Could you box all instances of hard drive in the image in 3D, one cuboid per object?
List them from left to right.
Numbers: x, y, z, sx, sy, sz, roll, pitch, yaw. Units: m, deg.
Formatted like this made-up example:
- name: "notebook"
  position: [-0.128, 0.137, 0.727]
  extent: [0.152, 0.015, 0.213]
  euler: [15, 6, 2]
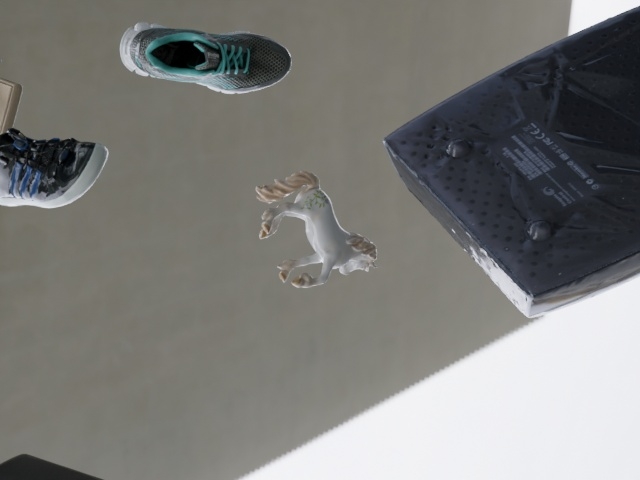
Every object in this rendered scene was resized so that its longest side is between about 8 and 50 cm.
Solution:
- name: "hard drive"
  position: [0.186, -0.057, 0.844]
  extent: [0.254, 0.172, 0.054]
  euler: [-27, -39, -17]

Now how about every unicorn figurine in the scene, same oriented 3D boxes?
- name: "unicorn figurine"
  position: [0.000, 0.000, 1.429]
  extent: [0.111, 0.060, 0.162]
  euler: [-30, -60, -20]

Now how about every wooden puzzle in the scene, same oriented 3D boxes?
- name: "wooden puzzle"
  position: [-0.383, -0.158, 1.561]
  extent: [0.014, 0.078, 0.116]
  euler: [-74, 9, -72]

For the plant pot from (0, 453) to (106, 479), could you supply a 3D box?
- name: "plant pot"
  position: [-0.316, 0.349, 1.526]
  extent: [0.167, 0.188, 0.187]
  euler: [-70, -2, -65]

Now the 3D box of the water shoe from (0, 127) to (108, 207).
- name: "water shoe"
  position: [-0.315, -0.080, 1.466]
  extent: [0.080, 0.203, 0.073]
  euler: [43, -126, -35]

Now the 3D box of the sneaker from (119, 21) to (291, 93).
- name: "sneaker"
  position: [-0.104, -0.171, 1.295]
  extent: [0.166, 0.076, 0.065]
  euler: [1, -79, -18]
